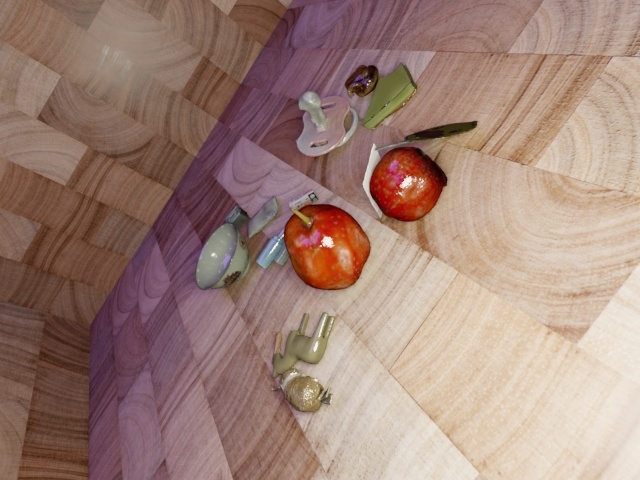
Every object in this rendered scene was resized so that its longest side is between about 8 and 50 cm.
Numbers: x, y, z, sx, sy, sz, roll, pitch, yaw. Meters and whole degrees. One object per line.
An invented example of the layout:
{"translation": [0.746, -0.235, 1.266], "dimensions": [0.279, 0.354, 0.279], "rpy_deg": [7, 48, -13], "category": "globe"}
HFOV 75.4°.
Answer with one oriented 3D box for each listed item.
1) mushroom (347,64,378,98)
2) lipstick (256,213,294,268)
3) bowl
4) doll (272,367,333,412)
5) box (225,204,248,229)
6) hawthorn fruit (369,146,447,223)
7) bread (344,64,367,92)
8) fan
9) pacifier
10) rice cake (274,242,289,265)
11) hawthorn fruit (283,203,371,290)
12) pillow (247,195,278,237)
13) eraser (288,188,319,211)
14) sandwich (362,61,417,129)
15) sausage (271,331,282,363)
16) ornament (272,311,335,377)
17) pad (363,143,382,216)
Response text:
{"translation": [0.189, -0.677, 1.799], "dimensions": [0.170, 0.080, 0.135], "rpy_deg": [-31, 32, 35], "category": "mushroom"}
{"translation": [-0.172, -0.005, 1.773], "dimensions": [0.274, 0.068, 0.061], "rpy_deg": [-54, 7, -4], "category": "lipstick"}
{"translation": [-0.428, 0.096, 1.935], "dimensions": [0.337, 0.157, 0.337], "rpy_deg": [-29, 47, 36], "category": "bowl"}
{"translation": [-0.043, 0.464, 1.258], "dimensions": [0.221, 0.105, 0.115], "rpy_deg": [6, 29, 44], "category": "doll"}
{"translation": [-0.436, -0.114, 2.168], "dimensions": [0.122, 0.069, 0.084], "rpy_deg": [-46, 39, 19], "category": "box"}
{"translation": [0.248, -0.158, 1.256], "dimensions": [0.249, 0.215, 0.215], "rpy_deg": [-60, 33, 23], "category": "hawthorn fruit"}
{"translation": [0.165, -0.749, 1.909], "dimensions": [0.129, 0.044, 0.126], "rpy_deg": [-39, 39, 31], "category": "bread"}
{"translation": [0.327, -0.323, 1.278], "dimensions": [0.335, 0.011, 0.229], "rpy_deg": [-15, 19, -4], "category": "fan"}
{"translation": [0.004, -0.516, 1.800], "dimensions": [0.220, 0.273, 0.332], "rpy_deg": [-34, 40, 56], "category": "pacifier"}
{"translation": [-0.116, -0.011, 1.726], "dimensions": [0.042, 0.045, 0.245], "rpy_deg": [22, 84, 57], "category": "rice cake"}
{"translation": [0.000, 0.000, 1.335], "dimensions": [0.287, 0.330, 0.287], "rpy_deg": [-23, 40, 21], "category": "hawthorn fruit"}
{"translation": [-0.279, -0.113, 1.993], "dimensions": [0.229, 0.051, 0.128], "rpy_deg": [-39, 38, 29], "category": "pillow"}
{"translation": [-0.070, -0.167, 1.746], "dimensions": [0.122, 0.052, 0.029], "rpy_deg": [-29, 40, 10], "category": "eraser"}
{"translation": [0.262, -0.580, 1.662], "dimensions": [0.245, 0.063, 0.212], "rpy_deg": [-36, 38, 29], "category": "sandwich"}
{"translation": [-0.158, 0.391, 1.512], "dimensions": [0.026, 0.026, 0.116], "rpy_deg": [-24, 48, 39], "category": "sausage"}
{"translation": [-0.071, 0.358, 1.399], "dimensions": [0.230, 0.061, 0.245], "rpy_deg": [-4, 59, 51], "category": "ornament"}
{"translation": [0.185, -0.188, 1.344], "dimensions": [0.004, 0.232, 0.156], "rpy_deg": [8, 71, 26], "category": "pad"}
